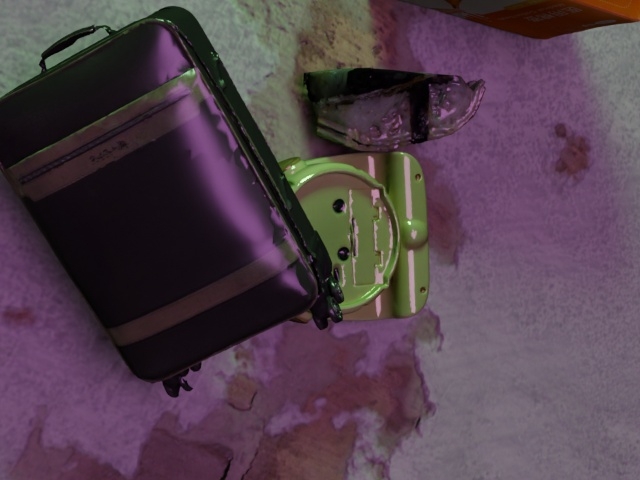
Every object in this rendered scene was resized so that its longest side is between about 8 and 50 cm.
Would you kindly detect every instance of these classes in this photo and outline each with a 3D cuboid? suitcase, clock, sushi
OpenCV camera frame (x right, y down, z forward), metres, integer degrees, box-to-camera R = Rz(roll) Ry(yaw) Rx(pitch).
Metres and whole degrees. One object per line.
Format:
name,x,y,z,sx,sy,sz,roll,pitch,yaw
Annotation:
suitcase,-0.180,-0.041,1.197,0.283,0.194,0.434,-26,104,12
clock,0.000,0.000,1.392,0.308,0.096,0.235,-4,93,-28
sushi,0.117,-0.178,1.450,0.272,0.134,0.109,-2,97,-39

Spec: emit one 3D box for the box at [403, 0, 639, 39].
box,0.270,-0.398,1.467,0.341,0.225,0.144,8,89,-28
